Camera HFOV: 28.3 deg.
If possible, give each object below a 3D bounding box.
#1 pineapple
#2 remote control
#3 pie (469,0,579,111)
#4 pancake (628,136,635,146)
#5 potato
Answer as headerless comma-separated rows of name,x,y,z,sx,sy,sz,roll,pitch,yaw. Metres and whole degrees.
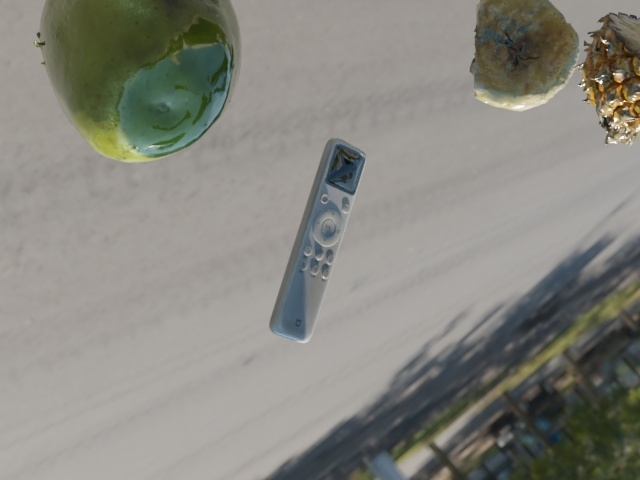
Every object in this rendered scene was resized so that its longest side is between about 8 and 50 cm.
pineapple,0.363,-0.163,1.450,0.161,0.175,0.137,-87,-161,-59
remote control,0.000,0.000,1.604,0.067,0.029,0.261,23,81,-39
pie,0.344,-0.323,2.139,0.185,0.218,0.052,2,163,-2
pancake,0.639,-0.378,2.397,0.305,0.066,0.427,83,30,-64
potato,-0.181,-0.199,1.295,0.215,0.304,0.216,-12,125,-18
